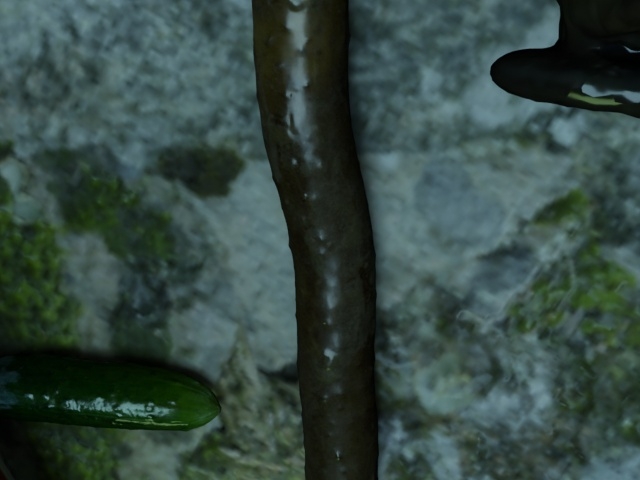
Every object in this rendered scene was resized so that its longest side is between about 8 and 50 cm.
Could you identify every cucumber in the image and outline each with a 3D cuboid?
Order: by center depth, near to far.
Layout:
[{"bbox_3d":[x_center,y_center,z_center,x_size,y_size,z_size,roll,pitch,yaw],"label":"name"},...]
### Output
[{"bbox_3d":[-0.127,0.076,0.710,0.155,0.037,0.037,3,113,12],"label":"cucumber"}]

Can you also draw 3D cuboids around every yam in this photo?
[{"bbox_3d":[0.000,0.000,0.644,0.045,0.045,0.326,11,117,33],"label":"yam"}]

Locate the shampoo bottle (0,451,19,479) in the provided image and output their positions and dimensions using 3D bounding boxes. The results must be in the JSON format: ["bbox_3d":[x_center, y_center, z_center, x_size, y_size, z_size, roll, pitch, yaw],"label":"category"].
[{"bbox_3d":[-0.221,0.090,0.669,0.104,0.104,0.278,-13,121,18],"label":"shampoo bottle"}]

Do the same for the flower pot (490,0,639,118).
[{"bbox_3d":[0.187,-0.140,0.405,0.213,0.302,0.301,31,117,22],"label":"flower pot"}]
